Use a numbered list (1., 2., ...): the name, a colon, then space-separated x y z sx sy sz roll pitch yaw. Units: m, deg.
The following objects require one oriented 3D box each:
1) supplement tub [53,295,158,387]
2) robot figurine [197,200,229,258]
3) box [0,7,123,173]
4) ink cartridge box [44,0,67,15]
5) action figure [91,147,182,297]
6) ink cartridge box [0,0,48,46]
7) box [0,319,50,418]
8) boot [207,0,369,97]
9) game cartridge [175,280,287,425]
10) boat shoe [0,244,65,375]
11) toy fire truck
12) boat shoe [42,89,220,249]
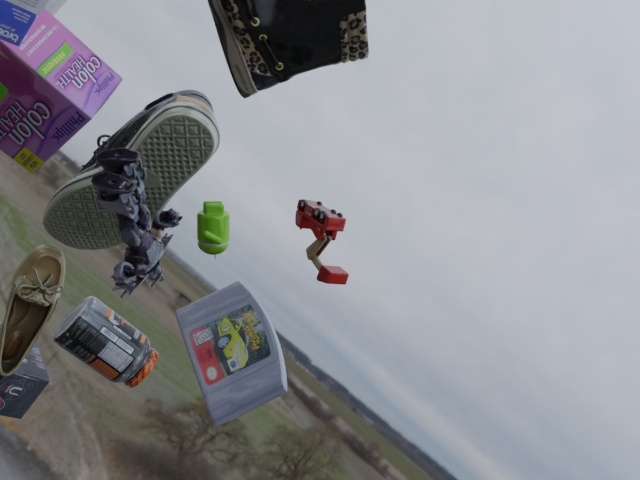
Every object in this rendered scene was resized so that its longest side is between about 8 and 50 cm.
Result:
1. supplement tub: -0.436 0.213 1.248 0.190 0.117 0.117 44 -10 -22
2. robot figurine: -0.221 -0.022 1.252 0.067 0.115 0.101 -3 19 -18
3. box: -0.488 -0.261 0.965 0.213 0.117 0.243 -25 -54 37
4. ink cartridge box: -0.656 -0.598 1.290 0.207 0.119 0.353 44 6 -8
5. action figure: -0.317 -0.015 1.056 0.099 0.185 0.285 5 -43 8
6. ink cartridge box: -0.355 -0.388 0.676 0.065 0.311 0.186 50 20 29
7. box: -0.981 0.398 1.899 0.143 0.165 0.270 33 6 -45
8. boot: -0.067 -0.471 1.138 0.138 0.284 0.377 -101 179 -55
9. game cartridge: -0.194 0.237 1.358 0.060 0.196 0.294 77 -14 -58
10. boat shoe: -0.621 0.150 1.301 0.104 0.285 0.089 19 4 -33
11. toy fire truck: 0.000 0.000 1.257 0.047 0.135 0.192 5 16 -32
12. boat shoe: -0.398 -0.141 1.286 0.187 0.500 0.156 39 30 -30
